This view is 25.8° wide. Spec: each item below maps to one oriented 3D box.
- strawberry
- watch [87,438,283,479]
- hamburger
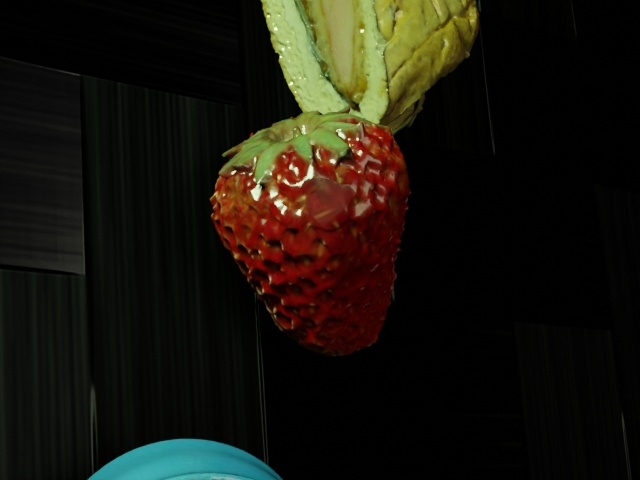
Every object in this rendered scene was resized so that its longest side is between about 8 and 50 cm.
[{"bbox_3d":[0.000,0.000,1.397,0.205,0.205,0.244,-35,120,-43],"label":"strawberry"},{"bbox_3d":[-0.129,0.323,1.156,0.305,0.241,0.274,-30,103,-11],"label":"watch"},{"bbox_3d":[0.062,-0.262,1.533,0.209,0.162,0.329,-8,81,-47],"label":"hamburger"}]
